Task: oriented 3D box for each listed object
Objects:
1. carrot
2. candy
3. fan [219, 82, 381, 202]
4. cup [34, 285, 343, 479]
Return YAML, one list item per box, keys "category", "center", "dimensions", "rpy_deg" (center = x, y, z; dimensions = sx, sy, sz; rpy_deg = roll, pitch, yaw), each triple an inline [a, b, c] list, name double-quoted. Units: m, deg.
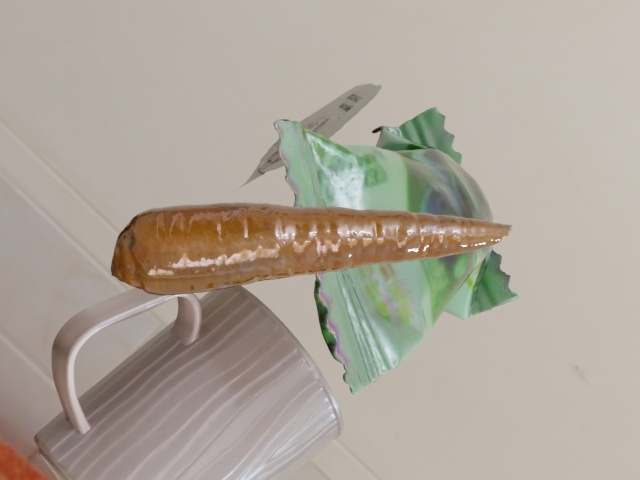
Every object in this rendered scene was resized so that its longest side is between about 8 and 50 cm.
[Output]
- category: "carrot"
  center: [0.000, 0.000, 0.540]
  dimensions: [0.216, 0.048, 0.048]
  rpy_deg: [-4, 177, -11]
- category: "candy"
  center: [0.069, -0.010, 1.073]
  dimensions: [0.172, 0.262, 0.398]
  rpy_deg: [-29, 175, 21]
- category: "fan"
  center: [-0.060, -0.091, 1.200]
  dimensions: [0.310, 0.010, 0.182]
  rpy_deg: [-37, -165, -2]
- category: "cup"
  center: [-0.137, 0.184, 1.071]
  dimensions: [0.273, 0.208, 0.288]
  rpy_deg: [-38, 153, -20]
